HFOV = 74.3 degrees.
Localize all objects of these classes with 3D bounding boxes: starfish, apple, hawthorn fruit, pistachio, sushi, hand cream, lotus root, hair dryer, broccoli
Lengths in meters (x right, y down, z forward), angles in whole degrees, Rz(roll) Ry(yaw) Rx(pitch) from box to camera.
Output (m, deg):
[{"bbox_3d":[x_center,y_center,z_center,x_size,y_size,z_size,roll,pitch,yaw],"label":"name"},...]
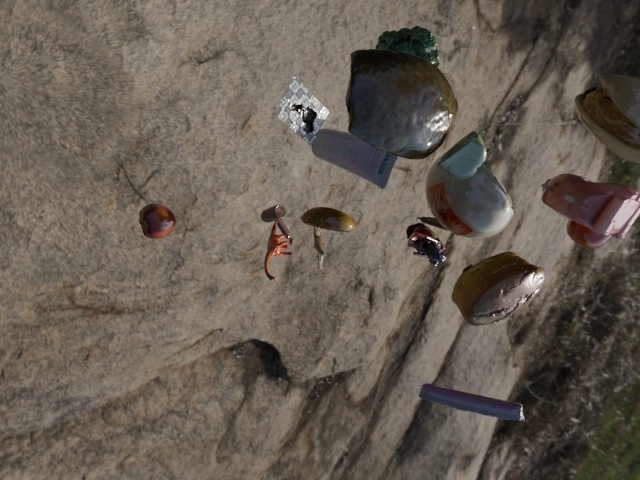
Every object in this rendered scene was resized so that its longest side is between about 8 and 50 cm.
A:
[{"bbox_3d":[0.000,0.000,1.761,0.062,0.236,0.276,-5,98,2],"label":"starfish"},{"bbox_3d":[0.932,-0.060,1.460,0.163,0.139,0.163,-62,173,-14],"label":"apple"},{"bbox_3d":[-0.550,-0.062,1.434,0.140,0.125,0.125,6,104,-62],"label":"hawthorn fruit"},{"bbox_3d":[0.659,-0.263,0.886,0.157,0.230,0.157,-52,173,-10],"label":"pistachio"},{"bbox_3d":[-0.067,-0.422,1.386,0.201,0.031,0.139,32,86,-48],"label":"sushi"},{"bbox_3d":[0.128,-0.326,1.572,0.118,0.359,0.185,19,96,-56],"label":"hand cream"},{"bbox_3d":[0.194,-0.300,0.970,0.314,0.141,0.210,7,130,-21],"label":"lotus root"},{"bbox_3d":[-0.179,-0.068,1.872,0.064,0.117,0.181,-45,109,-41],"label":"hair dryer"},{"bbox_3d":[0.308,-0.658,1.605,0.275,0.308,0.307,-21,119,-25],"label":"broccoli"}]

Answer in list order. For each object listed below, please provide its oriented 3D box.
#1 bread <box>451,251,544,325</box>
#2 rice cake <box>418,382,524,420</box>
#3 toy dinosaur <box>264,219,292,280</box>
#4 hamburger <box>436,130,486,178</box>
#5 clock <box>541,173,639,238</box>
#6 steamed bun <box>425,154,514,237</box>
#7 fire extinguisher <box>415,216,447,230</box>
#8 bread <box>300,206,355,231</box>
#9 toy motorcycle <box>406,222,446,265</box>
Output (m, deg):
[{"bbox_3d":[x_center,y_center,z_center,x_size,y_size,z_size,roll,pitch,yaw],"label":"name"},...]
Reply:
[{"bbox_3d":[0.513,0.142,1.217,0.270,0.142,0.195,-21,135,-19],"label":"bread"},{"bbox_3d":[0.404,0.436,1.138,0.049,0.270,0.055,42,58,-65],"label":"rice cake"},{"bbox_3d":[-0.145,0.030,1.434,0.102,0.279,0.055,-2,128,-10],"label":"toy dinosaur"},{"bbox_3d":[0.363,-0.203,1.061,0.084,0.054,0.121,42,122,-17],"label":"hamburger"},{"bbox_3d":[0.767,-0.122,1.221,0.227,0.241,0.142,4,116,-42],"label":"clock"},{"bbox_3d":[0.554,-0.162,1.658,0.241,0.374,0.374,-35,129,7],"label":"steamed bun"},{"bbox_3d":[0.498,-0.084,1.861,0.035,0.173,0.048,40,78,-47],"label":"fire extinguisher"},{"bbox_3d":[0.028,-0.076,1.442,0.114,0.190,0.077,-56,158,-68],"label":"bread"},{"bbox_3d":[0.398,0.008,1.599,0.089,0.171,0.298,-53,176,17],"label":"toy motorcycle"}]
